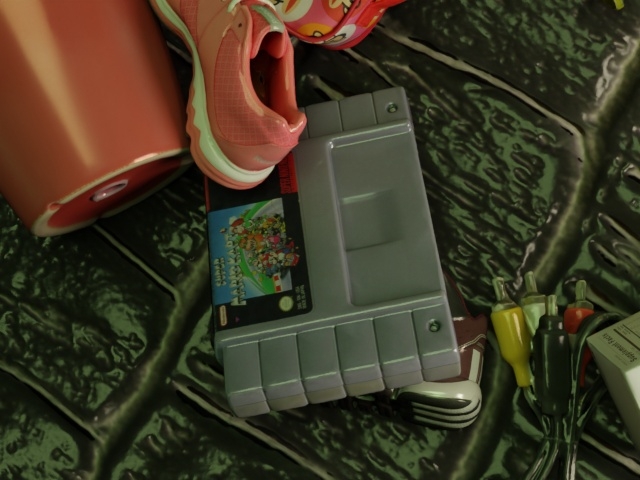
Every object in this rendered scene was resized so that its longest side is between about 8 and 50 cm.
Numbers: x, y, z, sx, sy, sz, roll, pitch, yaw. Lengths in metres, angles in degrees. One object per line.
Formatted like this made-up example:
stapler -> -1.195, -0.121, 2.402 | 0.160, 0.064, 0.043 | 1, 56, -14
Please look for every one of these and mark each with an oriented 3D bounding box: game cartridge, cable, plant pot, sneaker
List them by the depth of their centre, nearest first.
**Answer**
sneaker -> -0.080, -0.216, 1.380 | 0.116, 0.136, 0.314 | -9, 79, -38
game cartridge -> 0.000, 0.000, 1.384 | 0.230, 0.068, 0.355 | -9, 50, 1
cable -> 0.239, 0.175, 1.390 | 0.139, 0.072, 0.287 | 2, 88, -13
sneaker -> 0.040, 0.086, 1.416 | 0.281, 0.106, 0.163 | 14, 63, 10
plant pot -> -0.265, -0.153, 1.436 | 0.275, 0.275, 0.243 | -27, 84, 0

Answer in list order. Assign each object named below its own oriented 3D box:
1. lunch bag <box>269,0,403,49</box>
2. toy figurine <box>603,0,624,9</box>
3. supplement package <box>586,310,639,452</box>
lunch bag -> 0.025, -0.358, 1.476 | 0.258, 0.120, 0.293 | 39, 105, 16
toy figurine -> 0.283, -0.454, 1.477 | 0.217, 0.191, 0.362 | -36, 75, -8
supplement package -> 0.400, 0.111, 1.308 | 0.244, 0.139, 0.134 | -27, 101, 1
